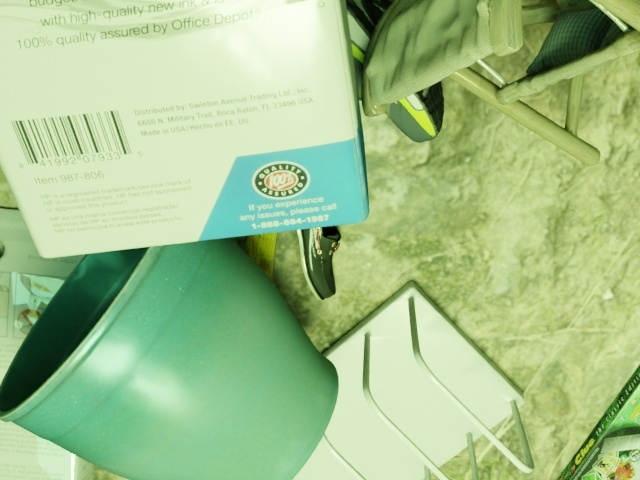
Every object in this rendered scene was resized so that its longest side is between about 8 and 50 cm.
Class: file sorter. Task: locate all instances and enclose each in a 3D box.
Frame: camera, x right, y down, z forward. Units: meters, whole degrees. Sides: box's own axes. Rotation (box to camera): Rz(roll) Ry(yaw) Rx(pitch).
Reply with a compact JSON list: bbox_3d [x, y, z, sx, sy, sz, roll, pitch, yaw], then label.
[{"bbox_3d":[0.060,0.226,1.074,0.277,0.173,0.193,-41,104,17],"label":"file sorter"}]

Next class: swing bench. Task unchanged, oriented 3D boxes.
[{"bbox_3d":[0.196,-0.177,0.815,0.254,0.253,0.165,10,84,-19],"label":"swing bench"}]

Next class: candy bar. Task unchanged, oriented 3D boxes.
[{"bbox_3d":[-0.061,-0.018,1.066,0.040,0.018,0.162,6,111,-3],"label":"candy bar"}]

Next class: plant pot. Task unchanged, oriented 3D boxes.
[{"bbox_3d":[-0.131,0.126,0.982,0.255,0.272,0.271,40,108,-18],"label":"plant pot"}]

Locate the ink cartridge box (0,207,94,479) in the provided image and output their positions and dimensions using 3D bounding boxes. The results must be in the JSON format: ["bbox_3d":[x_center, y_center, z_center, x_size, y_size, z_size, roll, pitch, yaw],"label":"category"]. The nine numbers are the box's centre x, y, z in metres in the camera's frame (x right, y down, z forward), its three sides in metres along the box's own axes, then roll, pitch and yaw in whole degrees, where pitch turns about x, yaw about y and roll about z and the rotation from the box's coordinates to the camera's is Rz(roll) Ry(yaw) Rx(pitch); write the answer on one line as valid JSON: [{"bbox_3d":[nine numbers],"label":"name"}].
[{"bbox_3d":[-0.410,0.148,1.134,0.308,0.091,0.385,5,95,1],"label":"ink cartridge box"}]

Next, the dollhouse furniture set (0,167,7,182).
[{"bbox_3d":[-0.287,-0.150,1.022,0.144,0.123,0.151,6,146,1],"label":"dollhouse furniture set"}]

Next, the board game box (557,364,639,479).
[{"bbox_3d":[0.380,0.232,1.138,0.136,0.030,0.260,27,110,-5],"label":"board game box"}]

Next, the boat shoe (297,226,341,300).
[{"bbox_3d":[0.000,0.001,1.054,0.042,0.049,0.133,-7,107,14],"label":"boat shoe"}]

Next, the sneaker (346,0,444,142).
[{"bbox_3d":[-0.004,-0.194,0.963,0.300,0.111,0.121,40,126,-11],"label":"sneaker"}]

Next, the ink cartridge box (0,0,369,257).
[{"bbox_3d":[-0.126,-0.196,0.764,0.285,0.166,0.395,-6,131,5],"label":"ink cartridge box"}]
